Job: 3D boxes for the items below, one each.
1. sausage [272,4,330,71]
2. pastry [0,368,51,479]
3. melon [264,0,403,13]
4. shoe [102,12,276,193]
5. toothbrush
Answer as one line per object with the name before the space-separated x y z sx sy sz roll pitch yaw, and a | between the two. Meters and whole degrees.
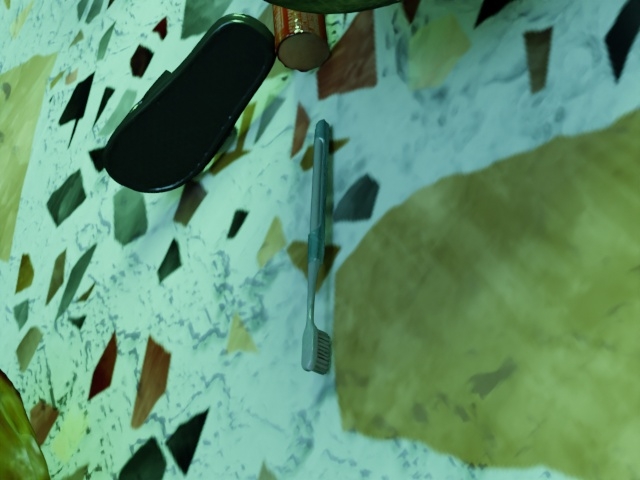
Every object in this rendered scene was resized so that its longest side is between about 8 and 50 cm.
sausage | -0.016 -0.164 0.821 0.034 0.034 0.129 -39 41 34
pastry | -0.336 0.175 0.747 0.312 0.388 0.389 -19 53 30
melon | 0.033 -0.252 0.629 0.302 0.237 0.237 -54 34 24
shoe | -0.082 -0.094 0.849 0.159 0.062 0.053 -45 19 32
toothbrush | 0.000 0.000 0.710 0.011 0.014 0.167 -34 42 40
